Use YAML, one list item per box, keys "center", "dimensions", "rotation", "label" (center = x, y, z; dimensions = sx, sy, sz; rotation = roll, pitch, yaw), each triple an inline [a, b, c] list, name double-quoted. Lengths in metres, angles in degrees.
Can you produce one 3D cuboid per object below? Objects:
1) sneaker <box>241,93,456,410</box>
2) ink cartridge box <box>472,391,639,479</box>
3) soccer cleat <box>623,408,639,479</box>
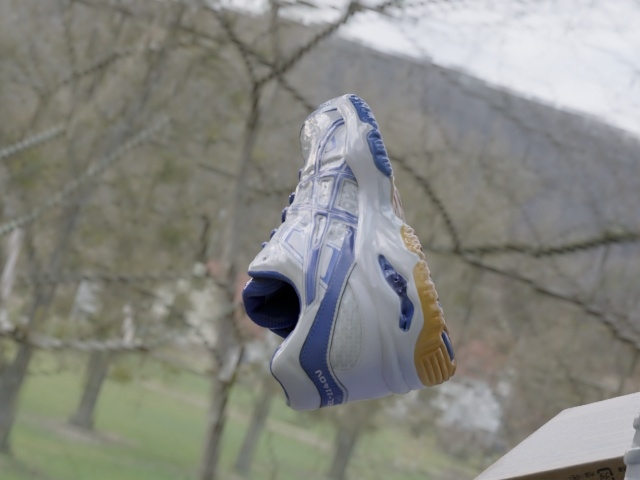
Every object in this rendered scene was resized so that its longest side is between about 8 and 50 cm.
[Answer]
- center: [0.000, 0.000, 1.230]
  dimensions: [0.131, 0.296, 0.111]
  rotation: [-18, -54, 2]
  label: "sneaker"
- center: [0.273, 0.199, 1.516]
  dimensions: [0.235, 0.088, 0.193]
  rotation: [-19, 4, 41]
  label: "ink cartridge box"
- center: [0.221, 0.152, 1.057]
  dimensions: [0.143, 0.331, 0.116]
  rotation: [-17, -21, 28]
  label: "soccer cleat"
